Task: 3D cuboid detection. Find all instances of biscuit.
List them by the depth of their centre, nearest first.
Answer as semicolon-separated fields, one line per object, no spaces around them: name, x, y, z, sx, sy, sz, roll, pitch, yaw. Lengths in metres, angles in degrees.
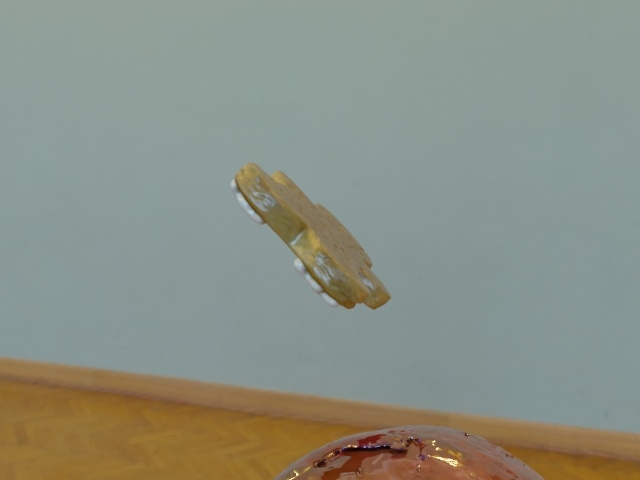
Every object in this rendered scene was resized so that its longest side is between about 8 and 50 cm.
biscuit;-0.001;0.001;0.655;0.035;0.158;0.240;-40;-10;7

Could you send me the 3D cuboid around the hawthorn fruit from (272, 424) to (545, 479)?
hawthorn fruit;0.087;0.262;0.409;0.307;0.276;0.276;21;19;29
